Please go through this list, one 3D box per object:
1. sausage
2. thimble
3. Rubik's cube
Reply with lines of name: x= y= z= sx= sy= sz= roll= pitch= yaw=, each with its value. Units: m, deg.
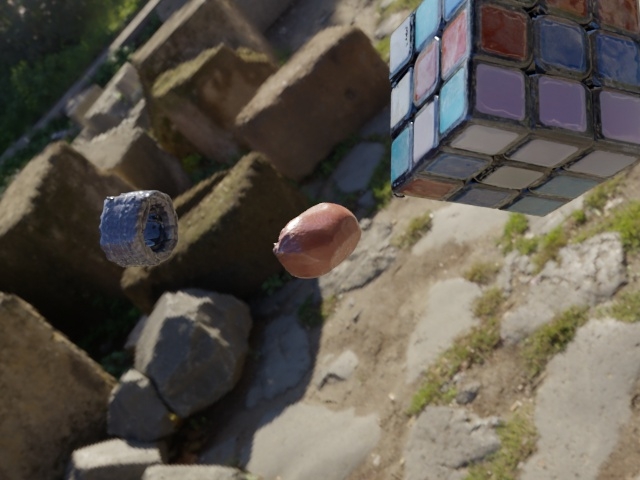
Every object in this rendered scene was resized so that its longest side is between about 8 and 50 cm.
sausage: x=0.000 y=0.000 z=1.828 sx=0.148 sy=0.148 sz=0.254 roll=-29 pitch=10 yaw=36
thimble: x=-0.345 y=-0.022 z=1.577 sx=0.097 sy=0.150 sz=0.150 roll=-2 pitch=47 yaw=25
Rubik's cube: x=0.347 y=-0.268 z=1.505 sx=0.363 sy=0.362 sz=0.359 roll=146 pitch=133 yaw=-65
